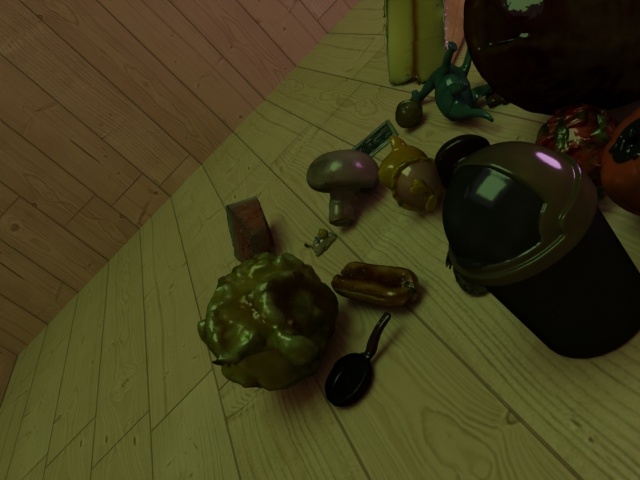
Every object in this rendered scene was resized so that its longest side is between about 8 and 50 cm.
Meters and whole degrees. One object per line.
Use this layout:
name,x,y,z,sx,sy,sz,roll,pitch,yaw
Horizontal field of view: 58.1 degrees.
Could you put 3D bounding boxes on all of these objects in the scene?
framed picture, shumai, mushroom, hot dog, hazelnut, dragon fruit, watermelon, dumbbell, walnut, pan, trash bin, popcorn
framed picture,0.157,-0.302,1.815,0.183,0.011,0.142,-39,27,16
shumai,0.281,0.033,1.083,0.099,0.087,0.123,-35,27,26
mushroom,0.074,-0.158,1.581,0.207,0.209,0.206,-28,-11,-6
hot dog,0.118,0.098,1.254,0.100,0.068,0.250,-43,26,-23
hazelnut,0.485,-0.405,1.071,0.430,0.401,0.402,-2,36,2
dragon fruit,0.461,-0.146,1.019,0.167,0.160,0.171,17,78,22
watermelon,-0.208,-0.015,1.814,0.140,0.192,0.257,-18,19,-13
dumbbell,0.315,-0.113,1.180,0.124,0.140,0.225,-20,34,15
walnut,0.258,-0.371,1.684,0.092,0.092,0.092,-35,29,22
pan,0.083,0.236,1.141,0.212,0.040,0.115,-55,26,-1
trash bin,0.303,0.007,0.812,0.214,0.334,0.214,-33,30,22
popcorn,-0.112,0.182,1.241,0.275,0.279,0.335,11,50,13

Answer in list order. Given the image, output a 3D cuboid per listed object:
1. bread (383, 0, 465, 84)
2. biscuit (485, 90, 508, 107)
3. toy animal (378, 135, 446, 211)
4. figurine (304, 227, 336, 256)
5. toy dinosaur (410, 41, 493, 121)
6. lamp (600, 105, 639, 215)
bread,0.312,-0.711,1.936,0.346,0.242,0.404,-11,40,54
biscuit,0.491,-0.395,1.437,0.175,0.026,0.124,-30,30,29
toy animal,0.220,-0.150,1.361,0.156,0.156,0.229,-38,29,16
figurine,0.000,0.000,1.585,0.083,0.050,0.047,-45,32,3
toy dinosaur,0.345,-0.368,1.580,0.330,0.130,0.383,117,153,-56
lamp,0.525,-0.116,0.856,0.187,0.164,0.187,-61,10,18
